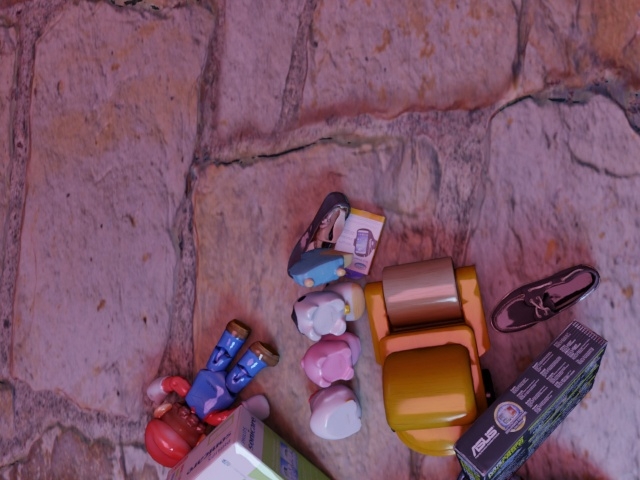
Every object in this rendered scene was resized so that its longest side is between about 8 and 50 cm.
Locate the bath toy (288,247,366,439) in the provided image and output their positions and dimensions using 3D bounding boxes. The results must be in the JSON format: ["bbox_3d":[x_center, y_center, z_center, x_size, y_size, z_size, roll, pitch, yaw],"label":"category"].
[{"bbox_3d":[0.017,0.195,1.036,0.151,0.129,0.348,-10,103,-24],"label":"bath toy"}]

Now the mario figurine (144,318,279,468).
[{"bbox_3d":[-0.229,0.322,1.142,0.320,0.170,0.198,-50,38,-4],"label":"mario figurine"}]

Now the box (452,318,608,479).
[{"bbox_3d":[0.330,0.274,0.874,0.270,0.216,0.060,-42,54,-10],"label":"box"}]

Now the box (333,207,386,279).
[{"bbox_3d":[0.074,0.008,1.107,0.081,0.028,0.136,18,93,17],"label":"box"}]

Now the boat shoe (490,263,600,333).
[{"bbox_3d":[0.396,0.103,0.985,0.206,0.065,0.075,-30,78,12],"label":"boat shoe"}]

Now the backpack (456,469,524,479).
[{"bbox_3d":[0.295,0.450,0.974,0.114,0.084,0.105,17,88,10],"label":"backpack"}]

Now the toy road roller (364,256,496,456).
[{"bbox_3d":[0.187,0.195,0.946,0.203,0.240,0.329,-11,82,15],"label":"toy road roller"}]

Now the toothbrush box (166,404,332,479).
[{"bbox_3d":[-0.118,0.481,1.015,0.283,0.122,0.206,43,99,-14],"label":"toothbrush box"}]

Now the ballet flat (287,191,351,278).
[{"bbox_3d":[0.000,0.000,1.092,0.074,0.074,0.203,33,102,16],"label":"ballet flat"}]
